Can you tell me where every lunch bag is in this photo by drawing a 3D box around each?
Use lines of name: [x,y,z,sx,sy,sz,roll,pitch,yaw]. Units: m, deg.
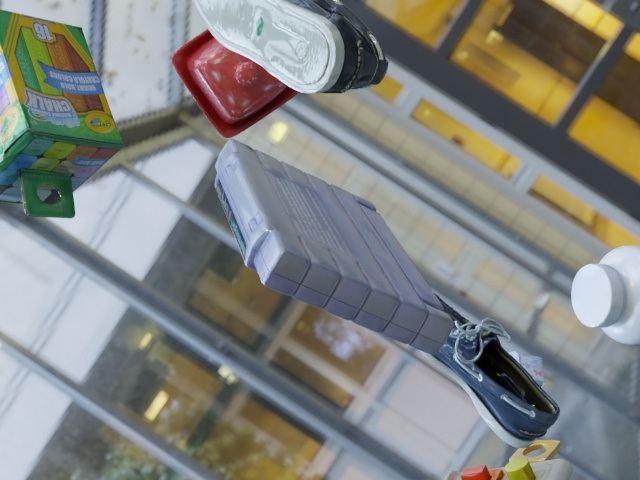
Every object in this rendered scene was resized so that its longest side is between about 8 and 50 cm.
lunch bag: [0.346,0.233,2.259,0.071,0.083,0.053,-82,3,-56]

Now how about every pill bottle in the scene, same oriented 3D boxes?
pill bottle: [0.503,0.080,1.904,0.264,0.146,0.146,0,-39,-27]

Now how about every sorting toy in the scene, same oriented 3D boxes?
sorting toy: [0.247,0.361,1.856,0.196,0.047,0.348,-11,16,29]

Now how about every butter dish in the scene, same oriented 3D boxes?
butter dish: [-0.117,-0.250,1.924,0.160,0.160,0.118,-35,14,-3]

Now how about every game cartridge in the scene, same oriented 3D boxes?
game cartridge: [0.000,0.000,1.505,0.068,0.230,0.355,-64,21,16]

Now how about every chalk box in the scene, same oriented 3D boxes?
chalk box: [-0.428,-0.167,1.908,0.179,0.289,0.180,-38,-25,32]

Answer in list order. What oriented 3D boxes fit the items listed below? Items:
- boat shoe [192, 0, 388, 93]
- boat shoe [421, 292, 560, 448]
boat shoe: [-0.036,-0.194,1.092,0.079,0.233,0.084,-10,-49,-41]
boat shoe: [0.200,0.148,1.641,0.095,0.254,0.079,-19,-26,-46]
